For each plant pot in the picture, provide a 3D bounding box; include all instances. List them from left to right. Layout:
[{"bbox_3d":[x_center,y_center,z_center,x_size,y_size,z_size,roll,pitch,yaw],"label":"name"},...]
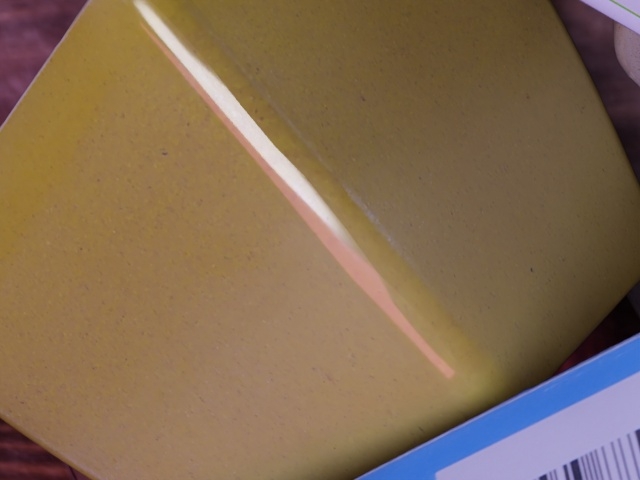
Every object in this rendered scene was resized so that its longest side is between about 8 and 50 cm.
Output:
[{"bbox_3d":[0.000,0.000,0.650,0.187,0.212,0.212,47,131,4],"label":"plant pot"}]

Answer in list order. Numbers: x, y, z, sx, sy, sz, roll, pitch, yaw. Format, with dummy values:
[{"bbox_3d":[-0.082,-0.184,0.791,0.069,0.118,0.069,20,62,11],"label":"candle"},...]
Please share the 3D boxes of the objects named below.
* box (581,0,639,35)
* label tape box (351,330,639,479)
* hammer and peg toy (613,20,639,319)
[{"bbox_3d":[0.126,-0.199,0.493,0.231,0.127,0.262,32,135,9],"label":"box"},{"bbox_3d":[0.144,0.160,0.620,0.240,0.106,0.333,-31,141,28],"label":"label tape box"},{"bbox_3d":[0.266,0.022,0.683,0.266,0.127,0.361,-16,125,28],"label":"hammer and peg toy"}]
